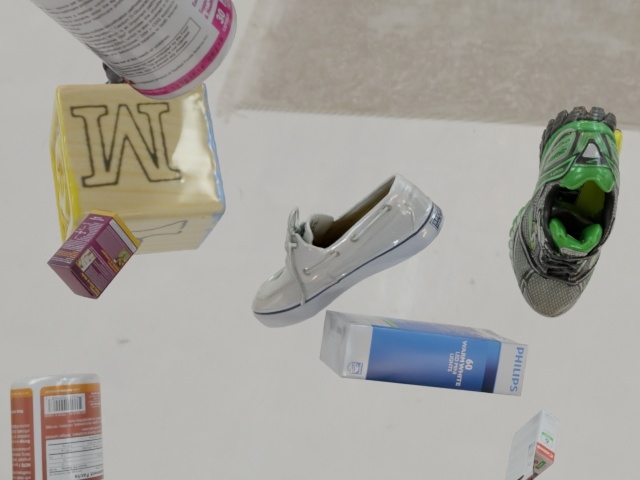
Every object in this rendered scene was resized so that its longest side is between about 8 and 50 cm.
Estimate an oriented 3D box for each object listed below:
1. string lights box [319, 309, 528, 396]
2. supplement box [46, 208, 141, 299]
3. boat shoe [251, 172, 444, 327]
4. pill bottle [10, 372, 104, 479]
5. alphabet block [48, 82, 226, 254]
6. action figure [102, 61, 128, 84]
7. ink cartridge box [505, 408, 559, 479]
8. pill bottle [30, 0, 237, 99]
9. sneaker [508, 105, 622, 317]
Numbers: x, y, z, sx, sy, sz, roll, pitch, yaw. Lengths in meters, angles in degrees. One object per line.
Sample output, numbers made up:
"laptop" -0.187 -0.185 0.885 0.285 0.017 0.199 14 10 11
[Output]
"string lights box" 0.141 0.156 1.188 0.259 0.133 0.077 8 92 -13
"supplement box" -0.246 0.014 0.924 0.043 0.055 0.083 8 51 38
"boat shoe" 0.000 0.005 1.305 0.367 0.156 0.136 -30 27 32
"pill bottle" -0.360 0.294 1.158 0.121 0.121 0.216 -6 81 10
"alphabet block" -0.257 -0.091 1.159 0.197 0.192 0.194 -5 74 -23
"action figure" -0.355 -0.302 1.482 0.099 0.285 0.185 -8 59 -1
"ink cartridge box" 0.257 0.266 1.031 0.029 0.063 0.115 34 36 -1
"pill bottle" -0.230 -0.292 0.916 0.160 0.283 0.161 -15 59 26
"sneaker" 0.334 -0.010 1.181 0.134 0.344 0.146 6 45 12
